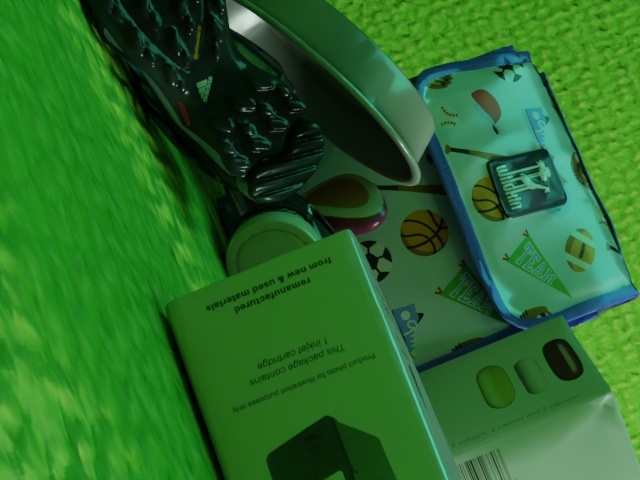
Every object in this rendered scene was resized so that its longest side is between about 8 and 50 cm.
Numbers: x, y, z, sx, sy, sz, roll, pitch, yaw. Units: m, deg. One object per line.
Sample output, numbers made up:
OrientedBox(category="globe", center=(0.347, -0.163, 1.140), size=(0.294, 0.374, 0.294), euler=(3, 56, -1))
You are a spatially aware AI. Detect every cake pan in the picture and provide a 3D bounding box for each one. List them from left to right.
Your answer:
OrientedBox(category="cake pan", center=(-0.003, -0.167, 1.323), size=(0.293, 0.054, 0.293), euler=(39, -6, 5))

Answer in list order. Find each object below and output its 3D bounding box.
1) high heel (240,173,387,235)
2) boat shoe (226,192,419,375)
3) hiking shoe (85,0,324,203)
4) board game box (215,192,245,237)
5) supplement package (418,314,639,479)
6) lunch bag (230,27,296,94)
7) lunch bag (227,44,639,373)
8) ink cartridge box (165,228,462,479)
OrientedBox(category="high heel", center=(0.000, 0.000, 1.351), size=(0.244, 0.082, 0.117), euler=(6, -59, 53))
OrientedBox(category="boat shoe", center=(0.017, 0.097, 1.280), size=(0.340, 0.127, 0.113), euler=(56, 18, -24))
OrientedBox(category="hiking shoe", center=(-0.124, -0.154, 1.064), size=(0.132, 0.113, 0.304), euler=(8, -46, 57))
OrientedBox(category="board game box", center=(-0.073, 0.006, 1.354), size=(0.090, 0.020, 0.090), euler=(62, 5, -75))
OrientedBox(category="supplement package", center=(0.143, 0.224, 1.201), size=(0.145, 0.261, 0.204), euler=(-109, 175, -67))
OrientedBox(category="lunch bag", center=(-0.108, -0.162, 1.271), size=(0.151, 0.096, 0.129), euler=(41, 0, 4))
OrientedBox(category="lunch bag", center=(0.124, -0.007, 1.543), size=(0.239, 0.385, 0.328), euler=(59, 9, -79))
OrientedBox(category="ink cartridge box", center=(0.030, 0.169, 0.819), size=(0.211, 0.121, 0.289), euler=(60, 8, -71))
